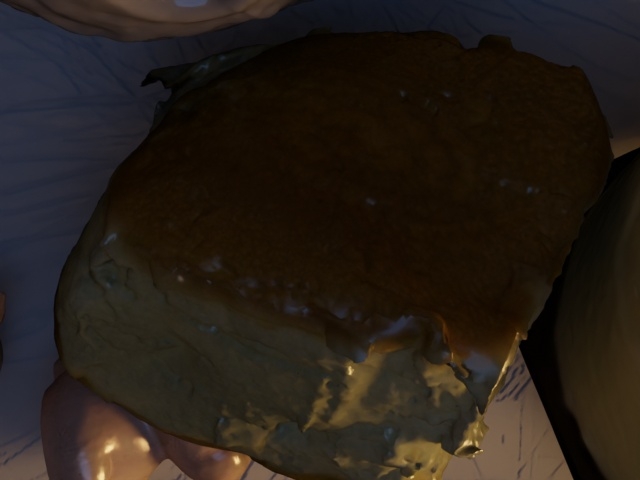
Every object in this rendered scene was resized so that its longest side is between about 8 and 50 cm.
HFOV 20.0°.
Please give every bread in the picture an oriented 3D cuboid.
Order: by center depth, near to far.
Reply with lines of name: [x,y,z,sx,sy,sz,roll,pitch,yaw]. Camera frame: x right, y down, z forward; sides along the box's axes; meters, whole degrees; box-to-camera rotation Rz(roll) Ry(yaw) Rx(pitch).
bread: [0.000,0.000,1.036,0.279,0.250,0.225,21,146,9]

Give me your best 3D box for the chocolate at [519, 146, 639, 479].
chocolate: [0.282,0.037,1.015,0.326,0.297,0.314,-20,72,2]

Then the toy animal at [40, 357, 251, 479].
toy animal: [-0.070,0.099,1.152,0.212,0.124,0.124,-20,106,6]

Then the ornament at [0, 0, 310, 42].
ornament: [-0.089,-0.259,0.930,0.337,0.337,0.337,-1,105,-3]

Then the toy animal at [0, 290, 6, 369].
toy animal: [-0.267,0.076,1.151,0.150,0.089,0.083,-5,109,7]
